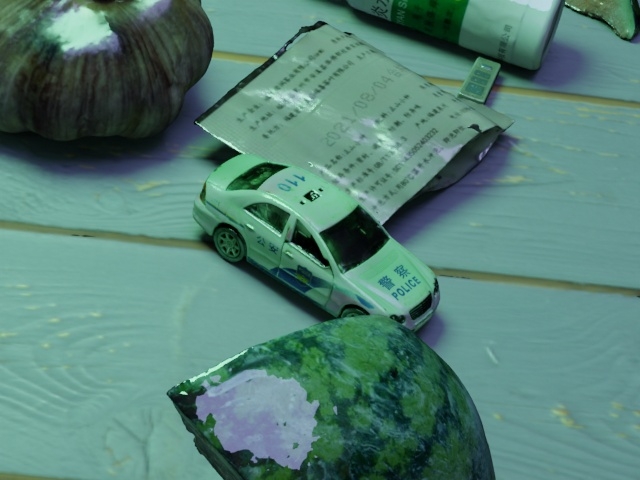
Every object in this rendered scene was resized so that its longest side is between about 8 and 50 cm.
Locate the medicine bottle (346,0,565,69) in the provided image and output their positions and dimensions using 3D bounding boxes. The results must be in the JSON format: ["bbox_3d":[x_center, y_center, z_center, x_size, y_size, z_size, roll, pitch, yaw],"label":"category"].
[{"bbox_3d":[0.110,-0.252,1.949,0.260,0.095,0.095,22,41,10],"label":"medicine bottle"}]

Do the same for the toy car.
[{"bbox_3d":[0.000,0.000,1.640,0.224,0.076,0.090,32,42,22],"label":"toy car"}]

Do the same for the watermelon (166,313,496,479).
[{"bbox_3d":[0.035,0.166,1.402,0.260,0.256,0.176,-26,9,-28],"label":"watermelon"}]

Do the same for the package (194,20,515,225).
[{"bbox_3d":[0.036,-0.114,1.787,0.204,0.062,0.251,31,40,20],"label":"package"}]

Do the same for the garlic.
[{"bbox_3d":[-0.213,-0.194,1.745,0.245,0.160,0.245,3,49,-4],"label":"garlic"}]

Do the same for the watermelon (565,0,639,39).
[{"bbox_3d":[0.294,-0.271,2.061,0.155,0.080,0.101,42,13,34],"label":"watermelon"}]

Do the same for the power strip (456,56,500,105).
[{"bbox_3d":[0.154,-0.153,1.904,0.027,0.017,0.083,20,42,7],"label":"power strip"}]
